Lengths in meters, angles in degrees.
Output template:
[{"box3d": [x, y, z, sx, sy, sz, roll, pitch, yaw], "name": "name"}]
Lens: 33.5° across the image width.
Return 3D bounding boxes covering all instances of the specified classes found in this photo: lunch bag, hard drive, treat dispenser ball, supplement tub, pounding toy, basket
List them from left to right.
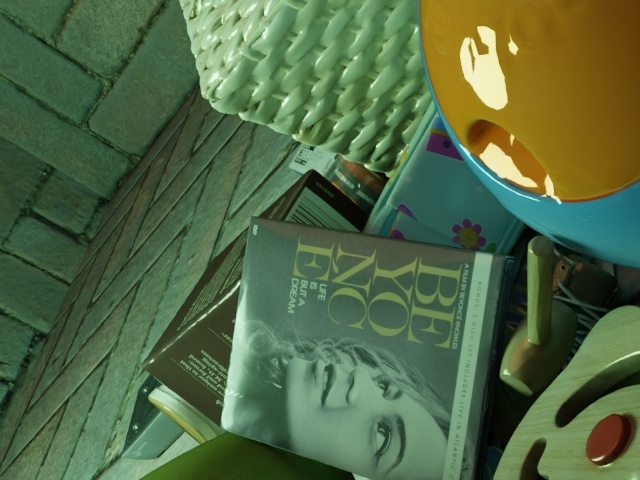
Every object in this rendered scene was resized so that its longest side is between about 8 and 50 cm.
[{"box3d": [-0.186, 0.186, 1.496, 0.255, 0.054, 0.172, -50, 18, 25], "name": "hard drive"}, {"box3d": [0.014, -0.002, 1.182, 0.198, 0.106, 0.106, -54, 17, 14], "name": "supplement tub"}, {"box3d": [0.070, -0.276, 1.056, 0.331, 0.328, 0.266, -45, 43, 32], "name": "basket"}, {"box3d": [0.118, -0.042, 0.865, 0.279, 0.108, 0.224, -59, -6, -10], "name": "lunch bag"}, {"box3d": [0.143, 0.101, 0.551, 0.154, 0.155, 0.269, -59, 13, -10], "name": "pounding toy"}, {"box3d": [0.196, -0.127, 0.572, 0.288, 0.288, 0.288, -50, 18, 24], "name": "treat dispenser ball"}]

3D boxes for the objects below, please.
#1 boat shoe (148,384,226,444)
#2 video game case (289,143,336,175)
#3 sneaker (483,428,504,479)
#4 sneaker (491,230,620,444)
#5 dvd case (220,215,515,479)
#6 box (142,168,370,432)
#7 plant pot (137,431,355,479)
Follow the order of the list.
[{"box3d": [-0.117, 0.169, 1.173, 0.096, 0.098, 0.277, -48, -4, -6], "name": "boat shoe"}, {"box3d": [0.072, -0.172, 1.390, 0.244, 0.061, 0.269, -59, 17, 1], "name": "video game case"}, {"box3d": [0.089, 0.140, 0.787, 0.081, 0.080, 0.211, -47, 28, 12], "name": "sneaker"}, {"box3d": [0.165, 0.046, 0.736, 0.086, 0.064, 0.192, -47, 16, 46], "name": "sneaker"}, {"box3d": [0.024, 0.077, 0.740, 0.221, 0.018, 0.165, 9, 92, 38], "name": "dvd case"}, {"box3d": [-0.028, 0.077, 1.015, 0.203, 0.167, 0.168, -40, 15, 46], "name": "box"}, {"box3d": [-0.073, 0.262, 0.753, 0.275, 0.275, 0.293, -48, 3, 29], "name": "plant pot"}]
